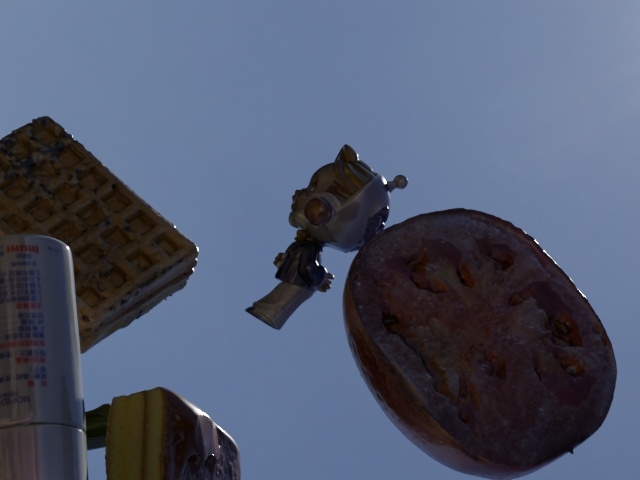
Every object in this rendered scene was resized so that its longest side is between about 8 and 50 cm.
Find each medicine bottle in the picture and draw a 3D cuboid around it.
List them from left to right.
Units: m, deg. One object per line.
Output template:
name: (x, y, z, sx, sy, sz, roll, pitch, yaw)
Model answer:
medicine bottle: (-0.328, 0.171, 1.649, 0.130, 0.130, 0.341, -40, -128, 51)

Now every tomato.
tomato: (0.165, 0.131, 1.686, 0.143, 0.338, 0.338, -51, -135, 49)

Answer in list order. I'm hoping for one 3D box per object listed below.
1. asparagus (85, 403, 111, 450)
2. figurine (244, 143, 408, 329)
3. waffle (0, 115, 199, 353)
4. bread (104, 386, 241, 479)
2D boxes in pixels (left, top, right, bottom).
asparagus: (-0.352, 0.290, 2.252, 0.060, 0.278, 0.067, -156, -124, -69)
figurine: (-0.001, 0.002, 2.057, 0.274, 0.133, 0.194, -58, 179, -26)
waffle: (-0.413, -0.014, 2.363, 0.376, 0.261, 0.114, 40, -39, 15)
bread: (-0.183, 0.310, 1.907, 0.111, 0.234, 0.184, -7, -117, 18)
